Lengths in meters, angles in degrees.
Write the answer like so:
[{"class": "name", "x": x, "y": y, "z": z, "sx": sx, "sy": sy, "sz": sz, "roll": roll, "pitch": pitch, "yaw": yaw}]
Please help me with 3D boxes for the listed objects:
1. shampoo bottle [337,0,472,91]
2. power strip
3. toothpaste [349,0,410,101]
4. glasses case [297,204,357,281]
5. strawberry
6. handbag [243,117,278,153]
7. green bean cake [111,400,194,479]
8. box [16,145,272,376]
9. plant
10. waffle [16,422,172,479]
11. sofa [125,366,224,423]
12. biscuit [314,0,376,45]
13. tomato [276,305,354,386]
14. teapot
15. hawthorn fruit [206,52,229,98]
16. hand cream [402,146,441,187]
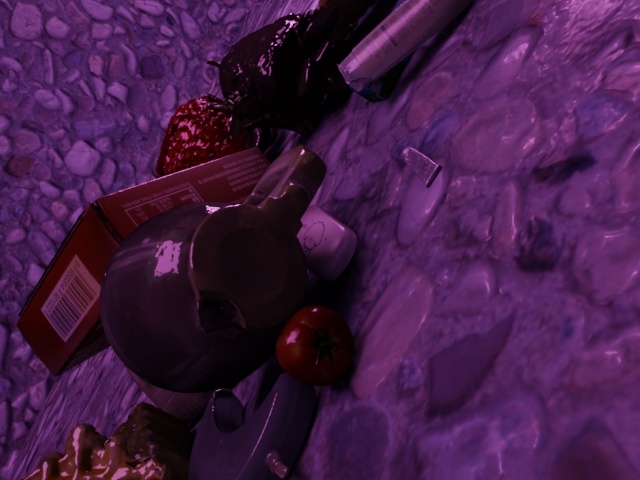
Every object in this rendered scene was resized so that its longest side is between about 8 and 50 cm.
[{"class": "shampoo bottle", "x": 0.121, "y": -0.306, "z": 0.991, "sx": 0.212, "sy": 0.049, "sz": 0.072, "roll": -37, "pitch": 69, "yaw": 18}, {"class": "power strip", "x": -0.087, "y": 0.242, "z": 0.787, "sx": 0.253, "sy": 0.054, "sz": 0.167, "roll": -26, "pitch": 41, "yaw": 56}, {"class": "toothpaste", "x": 0.139, "y": -0.352, "z": 1.086, "sx": 0.266, "sy": 0.050, "sz": 0.065, "roll": -61, "pitch": 22, "yaw": -4}, {"class": "glasses case", "x": 0.000, "y": 0.000, "z": 0.921, "sx": 0.076, "sy": 0.049, "sz": 0.197, "roll": -58, "pitch": 21, "yaw": 5}, {"class": "strawberry", "x": -0.237, "y": -0.173, "z": 1.288, "sx": 0.286, "sy": 0.188, "sz": 0.106, "roll": -47, "pitch": -22, "yaw": 30}, {"class": "handbag", "x": -0.189, "y": -0.141, "z": 1.461, "sx": 0.257, "sy": 0.113, "sz": 0.285, "roll": -46, "pitch": 24, "yaw": 30}, {"class": "green bean cake", "x": -0.259, "y": 0.353, "z": 0.942, "sx": 0.200, "sy": 0.113, "sz": 0.214, "roll": -61, "pitch": 20, "yaw": -3}, {"class": "box", "x": -0.273, "y": 0.027, "z": 1.147, "sx": 0.344, "sy": 0.122, "sz": 0.385, "roll": -44, "pitch": -9, "yaw": 37}, {"class": "plant", "x": -0.052, "y": -0.323, "z": 1.302, "sx": 0.276, "sy": 0.188, "sz": 0.199, "roll": 1, "pitch": 55, "yaw": 45}, {"class": "waffle", "x": -0.276, "y": 0.393, "z": 0.787, "sx": 0.317, "sy": 0.297, "sz": 0.073, "roll": -55, "pitch": -24, "yaw": -8}, {"class": "sofa", "x": -0.180, "y": 0.149, "z": 1.097, "sx": 0.210, "sy": 0.176, "sz": 0.225, "roll": -47, "pitch": -5, "yaw": 30}, {"class": "biscuit", "x": 0.058, "y": -0.476, "z": 1.332, "sx": 0.273, "sy": 0.036, "sz": 0.187, "roll": -37, "pitch": -7, "yaw": 41}, {"class": "tomato", "x": -0.007, "y": 0.116, "z": 0.732, "sx": 0.075, "sy": 0.087, "sz": 0.087, "roll": -31, "pitch": 34, "yaw": 61}, {"class": "teapot", "x": -0.094, "y": 0.039, "z": 0.840, "sx": 0.321, "sy": 0.239, "sz": 0.239, "roll": -28, "pitch": 0, "yaw": -36}, {"class": "hawthorn fruit", "x": -0.157, "y": -0.376, "z": 1.562, "sx": 0.196, "sy": 0.225, "sz": 0.196, "roll": -162, "pitch": 90, "yaw": -74}, {"class": "hand cream", "x": 0.120, "y": -0.094, "z": 0.822, "sx": 0.030, "sy": 0.019, "sz": 0.093, "roll": -56, "pitch": 23, "yaw": 14}]
